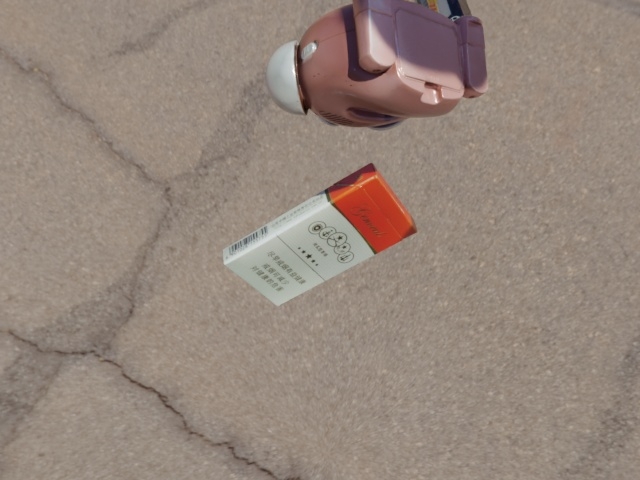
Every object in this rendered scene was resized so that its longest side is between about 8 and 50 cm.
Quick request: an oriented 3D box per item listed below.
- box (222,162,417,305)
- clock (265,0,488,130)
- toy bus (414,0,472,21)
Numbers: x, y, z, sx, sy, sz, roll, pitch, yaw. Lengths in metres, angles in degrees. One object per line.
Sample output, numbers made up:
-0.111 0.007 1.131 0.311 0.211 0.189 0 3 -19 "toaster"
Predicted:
0.000 0.000 0.791 0.245 0.139 0.035 -31 45 16 "box"
0.047 -0.147 0.519 0.165 0.162 0.093 2 83 -34 "clock"
0.190 -0.336 0.859 0.057 0.072 0.172 13 57 -41 "toy bus"
